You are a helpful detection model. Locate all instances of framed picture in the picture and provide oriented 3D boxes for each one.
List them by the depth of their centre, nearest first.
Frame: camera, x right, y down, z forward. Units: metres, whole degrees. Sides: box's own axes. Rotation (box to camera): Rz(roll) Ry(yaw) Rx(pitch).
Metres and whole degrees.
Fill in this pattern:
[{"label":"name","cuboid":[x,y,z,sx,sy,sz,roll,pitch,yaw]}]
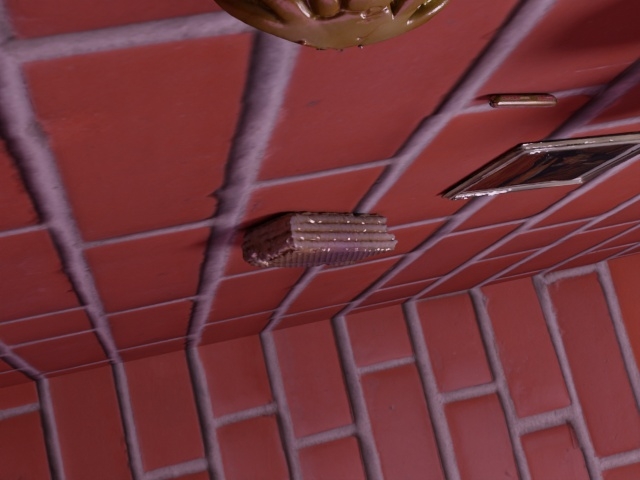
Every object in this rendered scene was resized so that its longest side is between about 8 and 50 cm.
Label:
[{"label":"framed picture","cuboid":[0.337,-0.106,1.323,0.273,0.016,0.216,-8,168,-24]}]

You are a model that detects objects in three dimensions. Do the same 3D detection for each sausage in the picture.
[{"label":"sausage","cuboid":[0.214,-0.147,0.972,0.100,0.015,0.015,-6,167,-32]}]

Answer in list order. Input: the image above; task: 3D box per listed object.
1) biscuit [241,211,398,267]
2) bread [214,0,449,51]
[{"label":"biscuit","cuboid":[0.000,0.000,1.340,0.108,0.062,0.238,-20,166,40]},{"label":"bread","cuboid":[0.022,-0.165,0.518,0.157,0.083,0.094,-4,154,-35]}]
